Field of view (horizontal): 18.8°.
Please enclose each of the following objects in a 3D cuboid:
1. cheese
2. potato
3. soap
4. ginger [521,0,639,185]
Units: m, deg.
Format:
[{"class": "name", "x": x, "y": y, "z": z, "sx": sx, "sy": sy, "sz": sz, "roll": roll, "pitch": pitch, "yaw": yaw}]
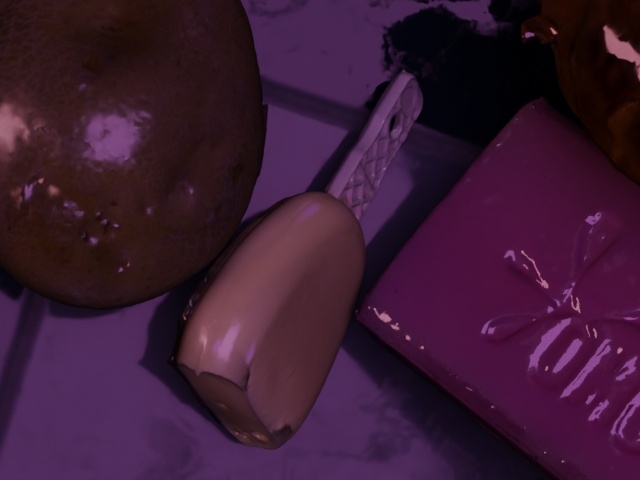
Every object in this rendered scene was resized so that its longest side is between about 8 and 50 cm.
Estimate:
[{"class": "cheese", "x": 0.000, "y": 0.000, "z": 1.179, "sx": 0.054, "sy": 0.127, "sz": 0.251, "roll": 18, "pitch": 66, "yaw": 30}, {"class": "potato", "x": -0.121, "y": -0.074, "z": 1.128, "sx": 0.178, "sy": 0.160, "sz": 0.235, "roll": 33, "pitch": 69, "yaw": -31}, {"class": "soap", "x": 0.174, "y": 0.059, "z": 1.150, "sx": 0.259, "sy": 0.081, "sz": 0.181, "roll": 39, "pitch": 86, "yaw": 23}, {"class": "ginger", "x": 0.276, "y": -0.115, "z": 1.041, "sx": 0.357, "sy": 0.152, "sz": 0.274, "roll": 4, "pitch": 97, "yaw": 25}]
